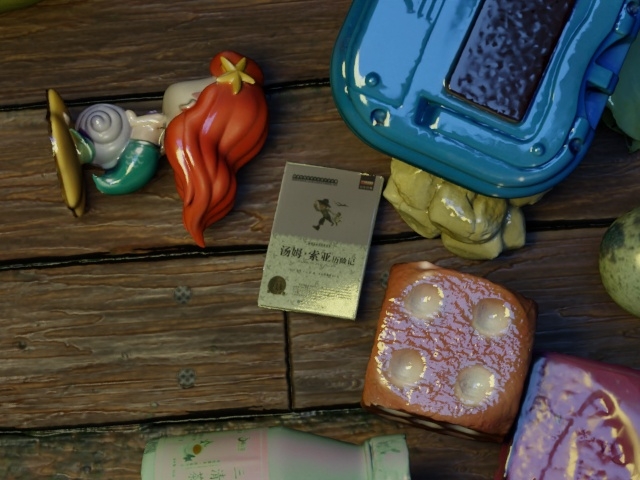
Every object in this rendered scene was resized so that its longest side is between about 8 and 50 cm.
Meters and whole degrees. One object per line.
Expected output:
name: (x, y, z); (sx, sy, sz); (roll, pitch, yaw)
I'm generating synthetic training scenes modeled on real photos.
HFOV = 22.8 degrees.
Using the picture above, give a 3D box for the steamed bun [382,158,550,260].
steamed bun: (0.182, -0.072, 1.881); (0.177, 0.106, 0.192); (-43, 81, -5)

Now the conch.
conch: (0.349, -0.247, 1.898); (0.137, 0.143, 0.250); (15, 84, 23)

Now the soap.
soap: (0.296, 0.300, 1.786); (0.220, 0.127, 0.325); (13, 81, 10)

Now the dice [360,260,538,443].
dice: (0.146, 0.128, 1.805); (0.179, 0.175, 0.174); (13, 78, 6)

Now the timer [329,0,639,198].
timer: (0.189, -0.232, 1.778); (0.309, 0.115, 0.340); (23, 89, -5)

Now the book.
book: (0.000, 0.000, 1.906); (0.127, 0.014, 0.182); (8, 79, 18)

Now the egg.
egg: (0.410, 0.031, 1.837); (0.181, 0.141, 0.141); (21, 80, -3)

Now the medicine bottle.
medicine bottle: (-0.038, 0.323, 1.742); (0.290, 0.245, 0.245); (-6, 78, -1)

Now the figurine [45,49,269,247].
figurine: (-0.180, -0.109, 1.881); (0.257, 0.181, 0.208); (-11, 38, -2)

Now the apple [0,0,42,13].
apple: (-0.411, -0.435, 1.870); (0.357, 0.357, 0.357); (0, 78, 2)
